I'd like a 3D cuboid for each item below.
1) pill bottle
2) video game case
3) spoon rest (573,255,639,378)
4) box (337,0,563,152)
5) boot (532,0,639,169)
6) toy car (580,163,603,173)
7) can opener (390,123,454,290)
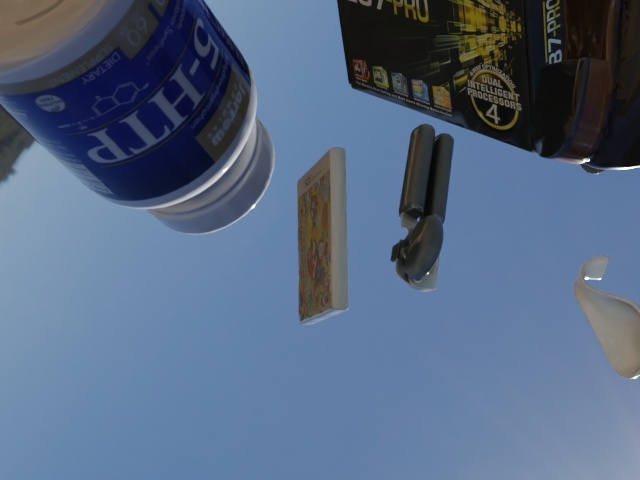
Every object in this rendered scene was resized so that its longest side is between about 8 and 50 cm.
[{"bbox_3d":[-0.097,-0.081,0.549,0.112,0.187,0.112,-10,-120,19],"label":"pill bottle"},{"bbox_3d":[0.000,0.000,1.535,0.206,0.026,0.227,145,-55,-72],"label":"video game case"},{"bbox_3d":[0.523,0.131,1.909,0.276,0.084,0.137,-105,-159,-53],"label":"spoon rest"},{"bbox_3d":[0.175,-0.325,1.478,0.097,0.318,0.395,-28,-143,-29],"label":"box"},{"bbox_3d":[0.212,-0.148,0.674,0.082,0.106,0.219,-142,-114,-71],"label":"boot"},{"bbox_3d":[0.311,-0.124,0.925,0.149,0.188,0.155,-170,-109,-82],"label":"toy car"},{"bbox_3d":[0.162,-0.052,1.566,0.093,0.074,0.280,-35,-143,48],"label":"can opener"}]
